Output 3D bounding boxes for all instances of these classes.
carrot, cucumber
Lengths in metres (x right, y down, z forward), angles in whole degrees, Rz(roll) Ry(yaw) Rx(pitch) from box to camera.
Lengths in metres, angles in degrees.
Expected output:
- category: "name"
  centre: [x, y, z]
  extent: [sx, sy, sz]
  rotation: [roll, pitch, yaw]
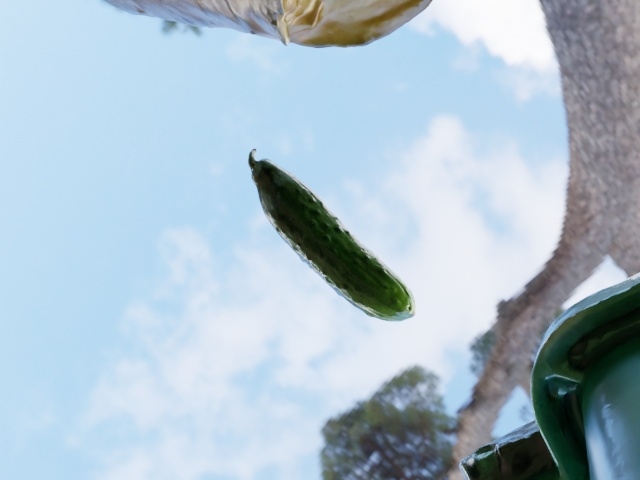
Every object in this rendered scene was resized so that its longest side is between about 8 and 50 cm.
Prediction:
- category: "carrot"
  centre: [-0.057, -0.169, 0.733]
  extent: [0.114, 0.114, 0.302]
  rotation: [-54, -141, -7]
- category: "cucumber"
  centre: [0.000, 0.000, 0.817]
  extent: [0.037, 0.037, 0.155]
  rotation: [-45, -111, 2]

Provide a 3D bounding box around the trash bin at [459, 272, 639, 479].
- category: "trash bin"
  centre: [0.180, 0.112, 0.340]
  extent: [0.295, 0.381, 0.259]
  rotation: [-27, -92, 16]
